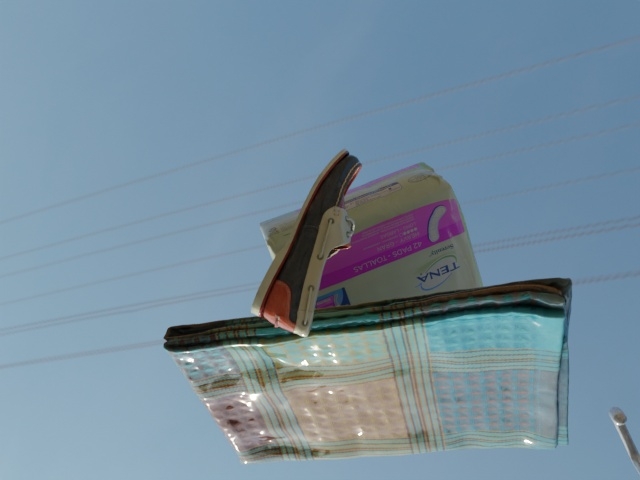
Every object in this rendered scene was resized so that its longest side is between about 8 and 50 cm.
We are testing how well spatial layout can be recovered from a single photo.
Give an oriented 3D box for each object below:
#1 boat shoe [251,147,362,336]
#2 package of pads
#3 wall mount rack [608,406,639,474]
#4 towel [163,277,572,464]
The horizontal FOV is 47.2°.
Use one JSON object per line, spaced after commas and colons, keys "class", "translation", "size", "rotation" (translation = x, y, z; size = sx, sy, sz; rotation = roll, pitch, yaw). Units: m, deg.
{"class": "boat shoe", "translation": [0.000, 0.000, 0.512], "size": [0.043, 0.049, 0.137], "rotation": [24, -105, 9]}
{"class": "package of pads", "translation": [0.084, 0.075, 0.894], "size": [0.229, 0.296, 0.101], "rotation": [-21, -159, -5]}
{"class": "wall mount rack", "translation": [0.467, 0.247, 0.795], "size": [0.350, 0.304, 0.130], "rotation": [-25, -79, 11]}
{"class": "towel", "translation": [0.061, 0.151, 0.734], "size": [0.371, 0.271, 0.040], "rotation": [-8, -134, 11]}
